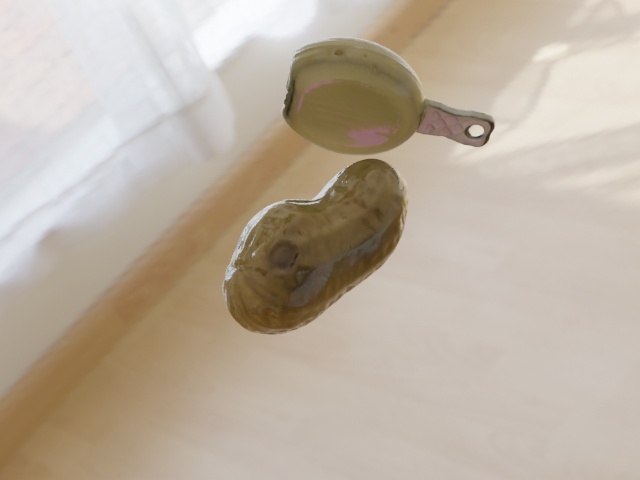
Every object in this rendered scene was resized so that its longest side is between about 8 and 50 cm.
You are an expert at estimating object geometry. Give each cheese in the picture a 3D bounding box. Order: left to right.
[{"bbox_3d":[0.073,-0.140,1.554,0.227,0.137,0.064,14,48,-6],"label":"cheese"}]

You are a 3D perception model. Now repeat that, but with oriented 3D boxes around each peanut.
[{"bbox_3d":[0.000,0.000,1.484,0.120,0.110,0.236,41,67,17],"label":"peanut"}]
